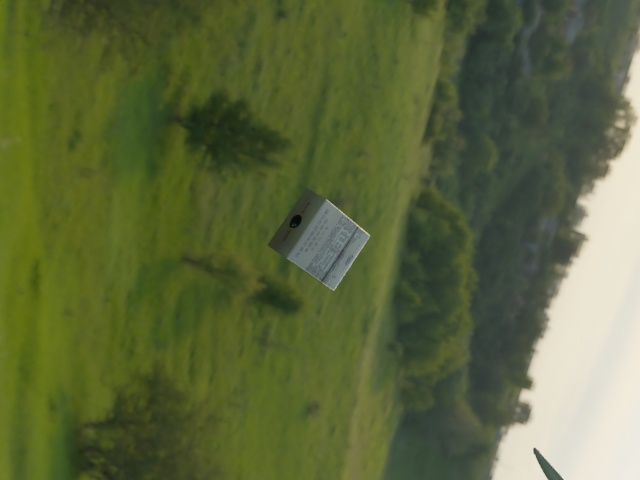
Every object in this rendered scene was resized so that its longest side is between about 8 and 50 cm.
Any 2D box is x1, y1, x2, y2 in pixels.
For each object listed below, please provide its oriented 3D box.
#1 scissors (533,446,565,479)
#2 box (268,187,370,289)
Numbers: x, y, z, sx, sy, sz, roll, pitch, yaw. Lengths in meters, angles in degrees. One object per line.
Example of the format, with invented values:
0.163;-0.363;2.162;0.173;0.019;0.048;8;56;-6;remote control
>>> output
0.207;0.215;1.014;0.119;0.058;0.014;-126;-157;-50;scissors
0.000;0.000;0.916;0.053;0.024;0.083;-57;146;-1;box
